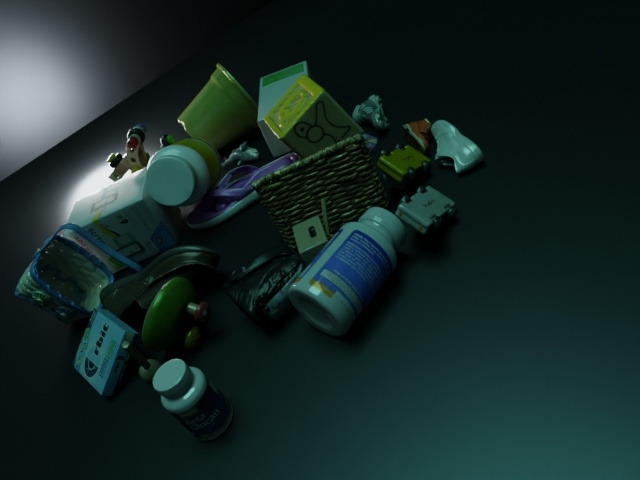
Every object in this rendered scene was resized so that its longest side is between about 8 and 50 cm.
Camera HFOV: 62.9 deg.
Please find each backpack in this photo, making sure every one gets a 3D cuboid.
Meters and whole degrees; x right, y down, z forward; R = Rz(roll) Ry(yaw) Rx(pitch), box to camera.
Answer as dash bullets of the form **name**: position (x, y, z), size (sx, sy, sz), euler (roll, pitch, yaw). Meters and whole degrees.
- **backpack**: position (-0.111, 0.102, 1.211), size (0.182, 0.115, 0.152), euler (-44, 54, -17)

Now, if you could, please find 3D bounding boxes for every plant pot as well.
- **plant pot**: position (-0.379, -0.465, 1.948), size (0.254, 0.276, 0.276), euler (-42, 38, 0)

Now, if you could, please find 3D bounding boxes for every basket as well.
- **basket**: position (-0.678, 0.096, 1.466), size (0.288, 0.254, 0.201), euler (-37, 32, 20)
- **basket**: position (-0.005, -0.162, 1.354), size (0.299, 0.223, 0.214), euler (-24, 32, 10)

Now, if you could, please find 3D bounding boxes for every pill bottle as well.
- **pill bottle**: position (0.069, 0.058, 1.122), size (0.152, 0.152, 0.272), euler (17, 55, 43)
- **pill bottle**: position (-0.248, 0.306, 1.011), size (0.094, 0.169, 0.094), euler (-17, 38, 14)
- **pill bottle**: position (-0.425, -0.212, 1.627), size (0.187, 0.188, 0.334), euler (-23, 15, 6)

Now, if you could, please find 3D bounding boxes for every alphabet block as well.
- **alphabet block**: position (-0.021, -0.345, 1.570), size (0.192, 0.197, 0.193), euler (-47, 36, 7)

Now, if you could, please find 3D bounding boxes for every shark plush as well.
- **shark plush**: position (-0.290, -0.289, 1.832), size (0.161, 0.073, 0.067), euler (-13, 69, 11)

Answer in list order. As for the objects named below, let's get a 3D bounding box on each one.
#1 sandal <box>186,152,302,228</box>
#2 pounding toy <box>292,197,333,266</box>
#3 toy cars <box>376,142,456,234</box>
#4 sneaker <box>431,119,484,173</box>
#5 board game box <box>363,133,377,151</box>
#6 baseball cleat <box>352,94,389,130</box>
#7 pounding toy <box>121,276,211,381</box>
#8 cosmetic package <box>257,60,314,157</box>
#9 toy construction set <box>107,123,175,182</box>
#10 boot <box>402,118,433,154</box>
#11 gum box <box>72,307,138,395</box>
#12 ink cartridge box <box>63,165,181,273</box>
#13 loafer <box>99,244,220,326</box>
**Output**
- **sandal**: position (-0.250, -0.179, 1.633), size (0.416, 0.102, 0.169), euler (-29, 35, 2)
- **pounding toy**: position (0.000, 0.000, 1.248), size (0.100, 0.130, 0.141), euler (-24, 37, 4)
- **toy cars**: position (0.219, -0.118, 1.272), size (0.176, 0.087, 0.394), euler (14, 34, -18)
- **sneaker**: position (0.334, -0.246, 1.382), size (0.094, 0.080, 0.212), euler (-38, 38, 5)
- **board game box**: position (0.094, -0.305, 1.627), size (0.133, 0.033, 0.168), euler (-38, 39, -13)
- **baseball cleat**: position (0.159, -0.390, 1.673), size (0.109, 0.072, 0.206), euler (-28, 30, 23)
- **pounding toy**: position (-0.327, 0.207, 1.208), size (0.110, 0.183, 0.237), euler (19, 53, 12)
- **cosmetic package**: position (-0.104, -0.468, 1.841), size (0.196, 0.155, 0.366), euler (-18, 37, 8)
- **toy construction set**: position (-0.638, -0.231, 1.891), size (0.237, 0.257, 0.309), euler (-31, 57, 25)
- **boot**: position (0.291, -0.300, 1.482), size (0.084, 0.059, 0.158), euler (-18, 37, 5)
- **gum box**: position (-0.528, 0.268, 1.277), size (0.184, 0.041, 0.157), euler (18, 87, 44)
- **ink cartridge box**: position (-0.609, -0.057, 1.636), size (0.269, 0.198, 0.197), euler (-24, 38, 7)
- **loafer**: position (-0.413, 0.133, 1.375), size (0.365, 0.134, 0.130), euler (-28, 59, 17)
